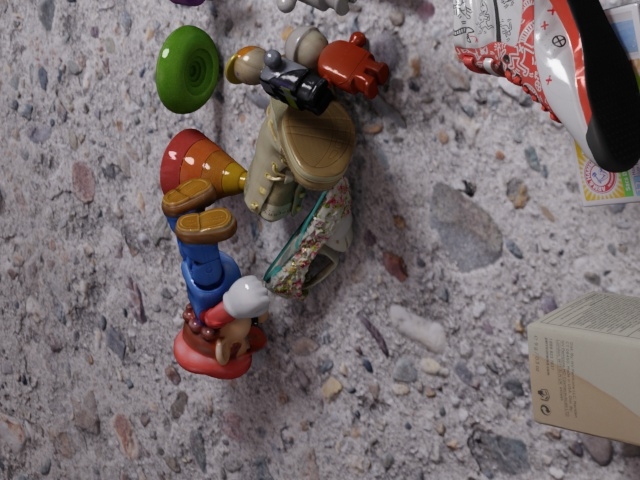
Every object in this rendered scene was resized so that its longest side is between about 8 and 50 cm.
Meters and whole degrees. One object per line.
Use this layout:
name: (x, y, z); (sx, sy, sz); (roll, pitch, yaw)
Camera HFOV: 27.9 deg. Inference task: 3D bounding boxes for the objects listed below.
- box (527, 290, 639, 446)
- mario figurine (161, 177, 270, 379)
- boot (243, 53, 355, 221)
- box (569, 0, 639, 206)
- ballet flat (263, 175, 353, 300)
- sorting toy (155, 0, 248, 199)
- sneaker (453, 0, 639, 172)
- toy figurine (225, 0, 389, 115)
box: (0.389, 0.145, 1.365); (0.311, 0.148, 0.121); (9, 111, 45)
mario figurine: (-0.131, 0.062, 1.857); (0.170, 0.198, 0.320); (5, 131, 12)
boot: (-0.035, -0.096, 1.689); (0.262, 0.095, 0.203); (-107, 29, -49)
box: (0.330, -0.145, 1.355); (0.114, 0.103, 0.203); (-7, 99, 46)
ballet flat: (0.000, 0.000, 1.770); (0.077, 0.091, 0.241); (32, 135, -4)
sorting toy: (-0.146, -0.208, 1.814); (0.126, 0.127, 0.365); (14, 115, 30)
sneaker: (0.224, -0.177, 1.310); (0.145, 0.090, 0.270); (-27, 78, 47)
toy figurine: (-0.005, -0.271, 1.572); (0.148, 0.209, 0.213); (28, 121, 24)
